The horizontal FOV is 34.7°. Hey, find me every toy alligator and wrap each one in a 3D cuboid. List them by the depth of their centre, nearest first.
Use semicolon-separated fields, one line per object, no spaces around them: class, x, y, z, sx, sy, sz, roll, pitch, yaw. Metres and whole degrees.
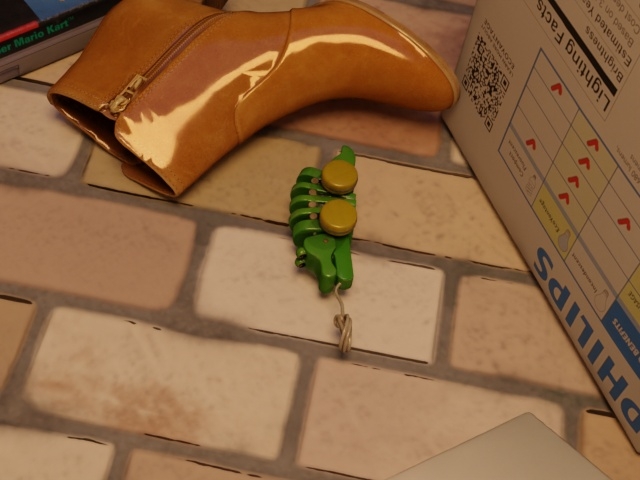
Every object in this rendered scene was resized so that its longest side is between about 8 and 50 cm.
toy alligator;0.000;0.000;0.789;0.051;0.056;0.189;5;55;-3

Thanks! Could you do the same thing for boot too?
boot;-0.056;-0.114;0.847;0.295;0.104;0.211;26;66;11

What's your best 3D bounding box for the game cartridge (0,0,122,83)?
game cartridge;-0.268;-0.264;0.945;0.355;0.068;0.230;-30;59;-24

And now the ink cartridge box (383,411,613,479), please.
ink cartridge box;0.102;0.229;0.567;0.239;0.060;0.275;-20;31;-20

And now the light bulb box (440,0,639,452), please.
light bulb box;0.286;-0.106;0.710;0.225;0.361;0.358;-14;58;-17
